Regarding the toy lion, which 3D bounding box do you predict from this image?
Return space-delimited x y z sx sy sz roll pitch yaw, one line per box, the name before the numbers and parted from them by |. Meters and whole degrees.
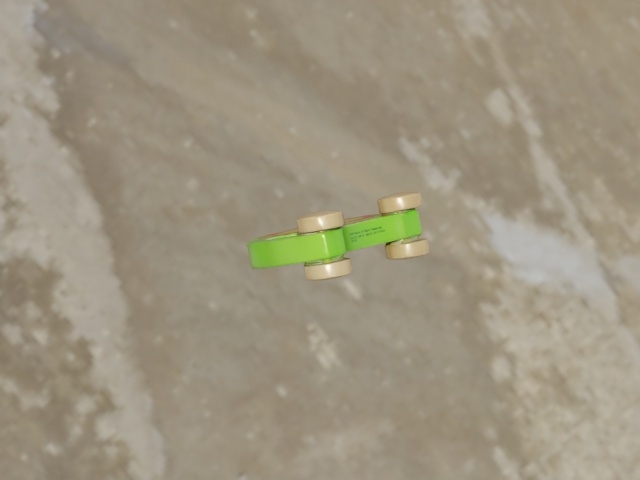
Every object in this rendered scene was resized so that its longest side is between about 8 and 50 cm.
toy lion | 0.000 0.000 0.861 0.100 0.096 0.034 -14 94 -48
